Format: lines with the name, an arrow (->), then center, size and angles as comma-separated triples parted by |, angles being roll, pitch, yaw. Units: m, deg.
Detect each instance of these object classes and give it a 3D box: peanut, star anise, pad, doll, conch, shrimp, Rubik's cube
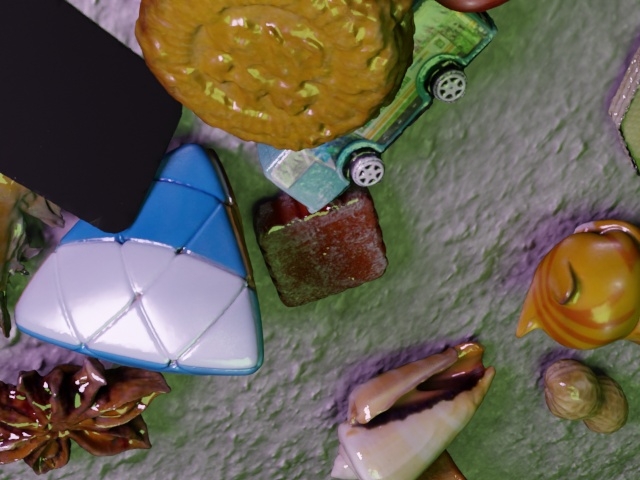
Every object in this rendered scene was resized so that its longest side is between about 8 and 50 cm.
peanut -> 0.381, 0.228, 1.405 | 0.192, 0.089, 0.089 | 30, 115, -36
star anise -> -0.295, 0.198, 1.140 | 0.220, 0.099, 0.214 | 11, 139, -32
pad -> -0.280, -0.057, 0.854 | 0.250, 0.055, 0.323 | 36, 85, -38
doll -> 0.386, 0.063, 1.216 | 0.269, 0.162, 0.167 | 7, 142, -12
conch -> 0.113, 0.232, 1.311 | 0.255, 0.127, 0.158 | -32, 105, -20
shrimp -> -0.282, -0.011, 0.991 | 0.173, 0.058, 0.253 | -8, 131, -24
Rubik's cube -> -0.192, 0.056, 1.003 | 0.254, 0.254, 0.254 | -10, 132, -11

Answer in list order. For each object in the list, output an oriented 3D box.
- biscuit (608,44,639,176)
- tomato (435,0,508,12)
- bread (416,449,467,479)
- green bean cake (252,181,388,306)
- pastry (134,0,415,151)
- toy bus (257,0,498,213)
biscuit -> 0.405, -0.179, 1.084 | 0.147, 0.046, 0.250 | 0, 128, -21
tomato -> 0.141, -0.278, 0.830 | 0.167, 0.167, 0.167 | -10, 132, -11
bread -> 0.154, 0.369, 1.367 | 0.115, 0.200, 0.077 | -9, 132, -28
green bean cake -> 0.000, 0.000, 1.091 | 0.135, 0.056, 0.135 | -19, 134, -3
pastry -> -0.031, -0.182, 0.812 | 0.240, 0.132, 0.235 | 29, 149, -34
toy bus -> 0.052, -0.144, 0.967 | 0.109, 0.091, 0.262 | 32, 112, -30
